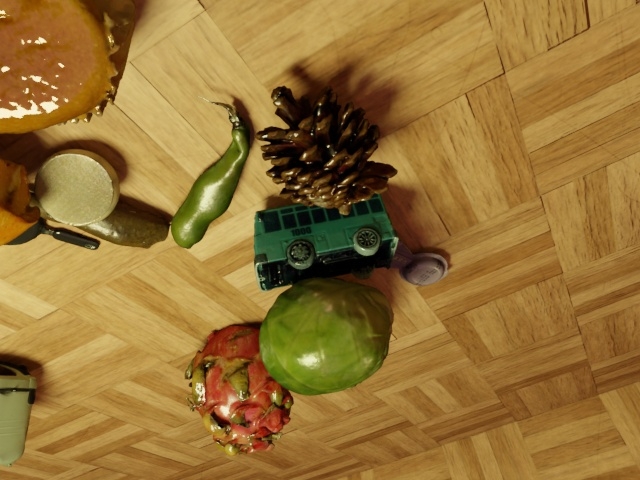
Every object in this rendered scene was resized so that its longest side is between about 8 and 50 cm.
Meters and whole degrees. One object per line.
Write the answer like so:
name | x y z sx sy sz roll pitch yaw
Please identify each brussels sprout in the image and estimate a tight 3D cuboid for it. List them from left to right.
brussels sprout | 0.014 0.171 0.873 0.244 0.244 0.244 -6 138 -6

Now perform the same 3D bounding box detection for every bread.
bread | -0.407 -0.239 0.537 0.389 0.183 0.236 -2 135 -10

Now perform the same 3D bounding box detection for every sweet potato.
sweet potato | -0.381 -0.036 0.848 0.244 0.077 0.077 16 132 -31

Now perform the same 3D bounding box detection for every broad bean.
broad bean | -0.190 -0.098 0.841 0.098 0.056 0.318 13 128 -16

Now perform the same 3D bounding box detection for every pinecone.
pinecone | 0.000 -0.138 0.746 0.186 0.168 0.212 -22 139 20

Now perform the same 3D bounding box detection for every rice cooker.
rice cooker | -0.786 0.399 1.129 0.226 0.244 0.226 -1 165 0

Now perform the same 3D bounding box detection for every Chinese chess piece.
Chinese chess piece | -0.383 -0.083 0.777 0.122 0.051 0.122 -3 104 -11

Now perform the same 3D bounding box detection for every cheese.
cheese | 0.212 0.056 1.105 0.191 0.042 0.105 23 127 -31

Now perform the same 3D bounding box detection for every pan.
pan | -0.511 -0.023 0.870 0.235 0.028 0.136 25 128 -34

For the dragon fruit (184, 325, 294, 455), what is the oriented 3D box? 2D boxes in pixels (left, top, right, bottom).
dragon fruit | -0.191 0.363 1.176 0.269 0.291 0.250 -1 143 -9

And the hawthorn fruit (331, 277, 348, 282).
hawthorn fruit | 0.049 0.190 1.112 0.263 0.210 0.210 6 137 -35

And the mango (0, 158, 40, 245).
mango | -0.588 -0.071 0.698 0.350 0.199 0.201 -2 110 9

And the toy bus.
toy bus | 0.000 0.000 0.916 0.256 0.147 0.128 -10 149 -6
